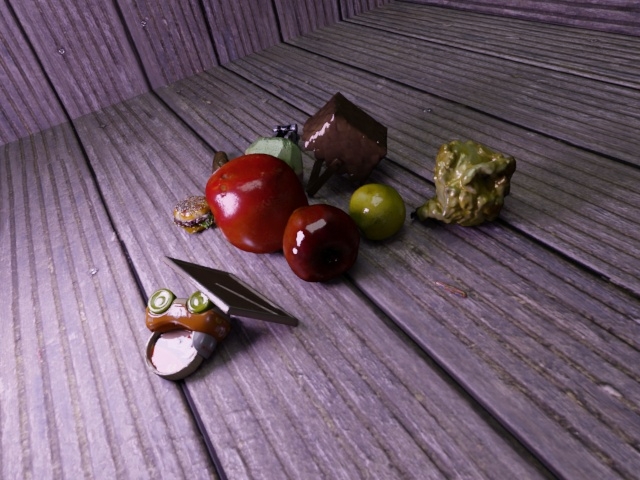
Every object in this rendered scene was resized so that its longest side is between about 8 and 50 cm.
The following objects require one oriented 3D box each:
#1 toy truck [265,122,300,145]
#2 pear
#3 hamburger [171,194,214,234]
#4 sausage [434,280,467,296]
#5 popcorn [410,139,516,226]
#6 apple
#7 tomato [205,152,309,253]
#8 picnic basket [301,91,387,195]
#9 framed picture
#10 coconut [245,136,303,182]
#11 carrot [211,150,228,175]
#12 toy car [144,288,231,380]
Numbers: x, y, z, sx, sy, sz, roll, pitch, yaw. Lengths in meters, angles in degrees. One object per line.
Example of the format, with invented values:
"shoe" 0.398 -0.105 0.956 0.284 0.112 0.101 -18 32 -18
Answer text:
"toy truck" -0.159 -0.383 2.028 0.113 0.124 0.253 -1 37 16
"pear" 0.156 -0.073 1.511 0.216 0.166 0.180 -46 57 -6
"hamburger" -0.451 -0.101 1.779 0.189 0.093 0.164 16 46 32
"sausage" 0.341 0.126 1.294 0.100 0.015 0.015 25 51 40
"popcorn" 0.433 -0.164 1.453 0.236 0.293 0.293 30 52 20
"apple" 0.002 -0.001 1.408 0.233 0.234 0.234 -9 37 7
"tomato" -0.196 -0.118 1.572 0.289 0.293 0.325 -21 26 10
"picnic basket" 0.059 -0.328 1.781 0.321 0.291 0.254 -45 21 36
"framed picture" -0.245 0.133 1.325 0.335 0.247 0.022 27 94 41
"coconut" -0.177 -0.258 1.806 0.204 0.236 0.236 1 36 48
"carrot" -0.415 -0.272 2.017 0.070 0.070 0.343 -12 38 3
"toy car" -0.355 0.252 1.280 0.234 0.145 0.235 -7 57 11
